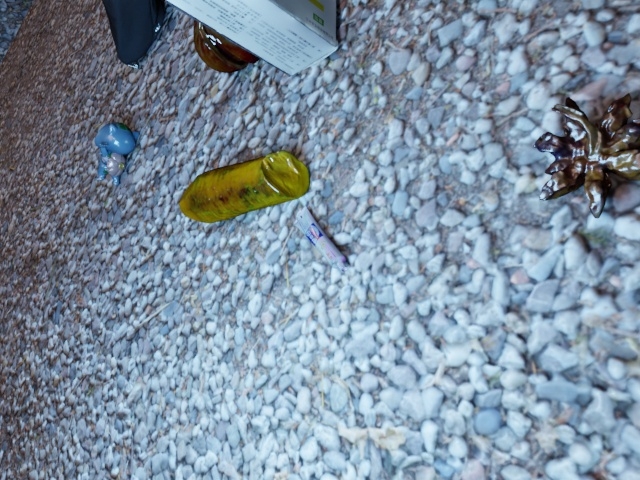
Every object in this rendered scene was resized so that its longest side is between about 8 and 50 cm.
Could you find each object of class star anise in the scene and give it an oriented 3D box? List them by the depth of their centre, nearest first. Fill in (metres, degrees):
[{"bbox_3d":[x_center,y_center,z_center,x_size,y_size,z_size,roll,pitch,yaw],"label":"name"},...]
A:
[{"bbox_3d":[0.347,-0.108,0.649,0.167,0.057,0.168,-4,83,36],"label":"star anise"}]

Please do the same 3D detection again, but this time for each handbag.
[{"bbox_3d":[-0.577,-0.724,1.581,0.177,0.275,0.302,-17,53,-14],"label":"handbag"}]

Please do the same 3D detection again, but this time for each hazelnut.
[{"bbox_3d":[-0.201,-0.487,1.163,0.204,0.178,0.178,-26,61,32],"label":"hazelnut"}]

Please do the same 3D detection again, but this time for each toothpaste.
[{"bbox_3d":[0.000,0.000,0.931,0.045,0.028,0.170,-58,46,20],"label":"toothpaste"}]

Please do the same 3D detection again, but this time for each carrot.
[{"bbox_3d":[-0.169,-0.104,1.055,0.301,0.114,0.114,-11,70,37],"label":"carrot"}]

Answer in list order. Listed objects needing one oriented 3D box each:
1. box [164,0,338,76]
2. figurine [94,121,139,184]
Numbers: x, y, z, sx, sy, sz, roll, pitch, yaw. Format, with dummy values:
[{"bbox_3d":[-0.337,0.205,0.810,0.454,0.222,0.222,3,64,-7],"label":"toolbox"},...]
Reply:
[{"bbox_3d":[-0.125,-0.482,0.983,0.145,0.332,0.173,-18,66,41],"label":"box"},{"bbox_3d":[-0.610,-0.259,1.492,0.144,0.114,0.178,24,101,44],"label":"figurine"}]
